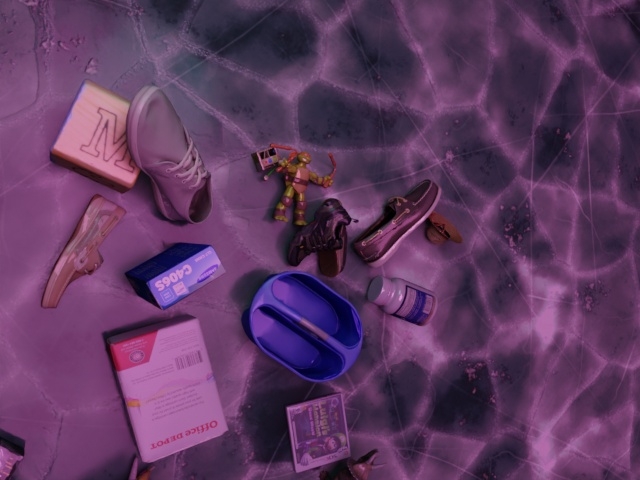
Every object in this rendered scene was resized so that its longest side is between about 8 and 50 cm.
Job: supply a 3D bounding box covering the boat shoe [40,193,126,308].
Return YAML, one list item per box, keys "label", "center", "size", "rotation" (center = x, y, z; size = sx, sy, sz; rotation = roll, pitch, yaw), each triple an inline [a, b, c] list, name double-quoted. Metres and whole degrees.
- label: "boat shoe"
  center: [-0.575, 0.037, 1.635]
  size: [0.098, 0.109, 0.302]
  rotation: [29, 73, -19]

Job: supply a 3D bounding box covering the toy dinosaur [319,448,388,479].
- label: "toy dinosaur"
  center: [0.071, 0.721, 1.869]
  size: [0.121, 0.160, 0.313]
  rotation: [15, 83, -22]

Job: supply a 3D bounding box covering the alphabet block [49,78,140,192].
- label: "alphabet block"
  center: [-0.515, -0.243, 1.615]
  size: [0.197, 0.192, 0.193]
  rotation: [25, 82, -19]

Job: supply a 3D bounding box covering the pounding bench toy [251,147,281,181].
- label: "pounding bench toy"
  center: [-0.140, -0.210, 1.844]
  size: [0.065, 0.052, 0.083]
  rotation: [-22, 98, -22]

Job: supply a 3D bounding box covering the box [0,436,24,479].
- label: "box"
  center: [-0.877, 0.519, 1.519]
  size: [0.307, 0.076, 0.242]
  rotation: [35, 77, -19]

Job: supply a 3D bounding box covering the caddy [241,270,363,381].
- label: "caddy"
  center: [-0.046, 0.228, 1.813]
  size: [0.341, 0.179, 0.241]
  rotation: [37, 77, -19]

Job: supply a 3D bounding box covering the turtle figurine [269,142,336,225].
- label: "turtle figurine"
  center: [-0.073, -0.157, 1.845]
  size: [0.269, 0.087, 0.217]
  rotation: [13, 91, -51]

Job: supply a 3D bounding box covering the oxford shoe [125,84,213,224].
- label: "oxford shoe"
  center: [-0.336, -0.186, 1.571]
  size: [0.130, 0.449, 0.169]
  rotation: [20, 61, 15]

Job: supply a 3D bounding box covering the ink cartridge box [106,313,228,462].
- label: "ink cartridge box"
  center: [-0.387, 0.364, 1.695]
  size: [0.226, 0.131, 0.306]
  rotation: [-15, 97, -23]

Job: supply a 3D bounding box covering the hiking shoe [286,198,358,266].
- label: "hiking shoe"
  center: [0.000, 0.000, 1.835]
  size: [0.114, 0.086, 0.227]
  rotation: [43, 108, 13]

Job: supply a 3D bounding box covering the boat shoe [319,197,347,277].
- label: "boat shoe"
  center: [0.037, -0.010, 1.907]
  size: [0.073, 0.080, 0.223]
  rotation: [-13, 104, -65]

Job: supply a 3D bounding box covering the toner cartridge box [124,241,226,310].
- label: "toner cartridge box"
  center: [-0.352, 0.077, 1.594]
  size: [0.165, 0.348, 0.075]
  rotation: [-33, 103, -19]

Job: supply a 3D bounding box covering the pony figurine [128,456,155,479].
- label: "pony figurine"
  center: [-0.504, 0.727, 1.573]
  size: [0.363, 0.303, 0.351]
  rotation: [-12, 68, -39]

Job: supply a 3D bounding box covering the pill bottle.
- label: "pill bottle"
  center: [0.238, 0.172, 1.968]
  size: [0.187, 0.112, 0.112]
  rotation: [23, 81, -21]

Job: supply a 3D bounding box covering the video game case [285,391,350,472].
- label: "video game case"
  center: [-0.005, 0.544, 1.912]
  size: [0.173, 0.022, 0.190]
  rotation: [-9, 93, -23]

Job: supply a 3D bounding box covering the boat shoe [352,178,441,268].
- label: "boat shoe"
  center: [0.225, -0.067, 1.965]
  size: [0.324, 0.116, 0.097]
  rotation: [-48, 109, -10]

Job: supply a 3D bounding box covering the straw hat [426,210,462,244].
- label: "straw hat"
  center: [0.358, -0.023, 2.043]
  size: [0.144, 0.144, 0.061]
  rotation: [32, 116, -19]
